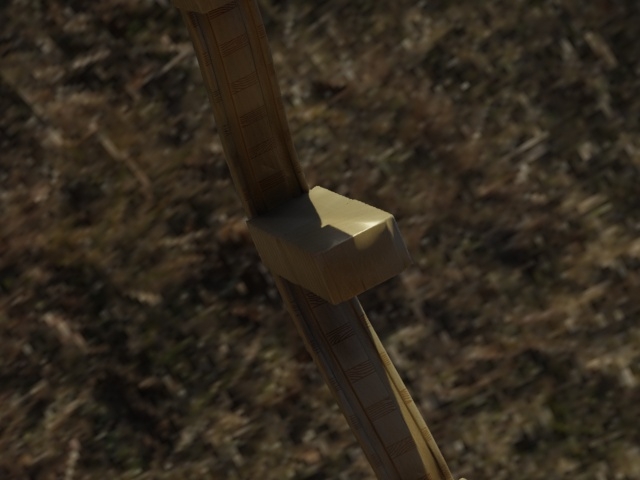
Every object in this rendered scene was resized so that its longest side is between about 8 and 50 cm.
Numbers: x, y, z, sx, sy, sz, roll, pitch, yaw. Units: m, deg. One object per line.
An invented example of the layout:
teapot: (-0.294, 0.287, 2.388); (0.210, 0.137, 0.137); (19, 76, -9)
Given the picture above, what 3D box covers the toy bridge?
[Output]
toy bridge: (0.000, 0.000, 0.501); (0.026, 0.063, 0.188); (-27, 107, -13)
